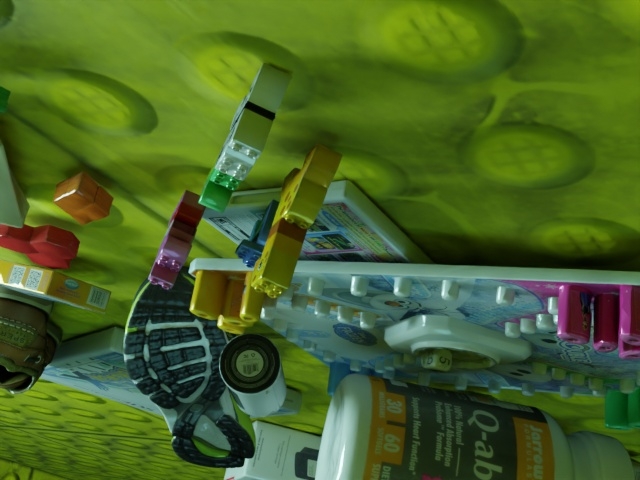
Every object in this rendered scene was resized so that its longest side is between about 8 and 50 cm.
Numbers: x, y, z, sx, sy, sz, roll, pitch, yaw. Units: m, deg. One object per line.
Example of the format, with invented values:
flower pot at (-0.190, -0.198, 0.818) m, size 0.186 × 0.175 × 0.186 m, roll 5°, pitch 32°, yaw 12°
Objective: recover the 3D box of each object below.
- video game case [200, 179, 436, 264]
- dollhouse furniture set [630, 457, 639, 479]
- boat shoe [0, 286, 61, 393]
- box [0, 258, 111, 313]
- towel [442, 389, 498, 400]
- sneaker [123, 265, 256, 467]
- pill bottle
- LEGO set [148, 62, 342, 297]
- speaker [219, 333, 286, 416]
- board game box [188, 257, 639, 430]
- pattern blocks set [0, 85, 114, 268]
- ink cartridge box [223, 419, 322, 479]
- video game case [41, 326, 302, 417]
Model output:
video game case at (0.000, 0.000, 0.735) m, size 0.143 × 0.019 × 0.157 m, roll -4°, pitch 152°, yaw 33°
dollhouse furniture set at (0.343, 0.361, 1.338) m, size 0.212 × 0.161 × 0.242 m, roll 18°, pitch 179°, yaw -14°
boat shoe at (-0.394, 0.136, 1.140) m, size 0.110 × 0.104 × 0.307 m, roll 14°, pitch 158°, yaw -7°
box at (-0.292, 0.044, 0.939) m, size 0.136 × 0.028 × 0.081 m, roll 11°, pitch 169°, yaw 35°
towel at (0.126, 0.204, 1.082) m, size 0.148 × 0.027 × 0.110 m, roll -2°, pitch -166°, yaw 35°
sneaker at (-0.137, 0.125, 0.981) m, size 0.111 × 0.121 × 0.300 m, roll -5°, pitch 136°, yaw 0°
pill bottle at (0.142, 0.228, 0.871) m, size 0.278 × 0.162 × 0.162 m, roll 11°, pitch 158°, yaw -5°
LEGO set at (-0.050, -0.007, 0.611) m, size 0.087 × 0.093 × 0.227 m, roll 23°, pitch 151°, yaw -12°
speaker at (-0.060, 0.128, 0.849) m, size 0.055 × 0.055 × 0.136 m, roll 10°, pitch 161°, yaw 3°
board game box at (0.128, 0.110, 0.864) m, size 0.390 × 0.050 × 0.390 m, roll 1°, pitch 159°, yaw 24°
pattern blocks set at (-0.308, -0.064, 0.722) m, size 0.285 × 0.026 × 0.325 m, roll 17°, pitch 157°, yaw -15°
ink cartridge box at (-0.032, 0.405, 1.613) m, size 0.237 × 0.100 × 0.172 m, roll 18°, pitch 157°, yaw -12°
video game case at (-0.238, 0.207, 1.326) m, size 0.300 × 0.036 × 0.329 m, roll 25°, pitch 154°, yaw -30°
